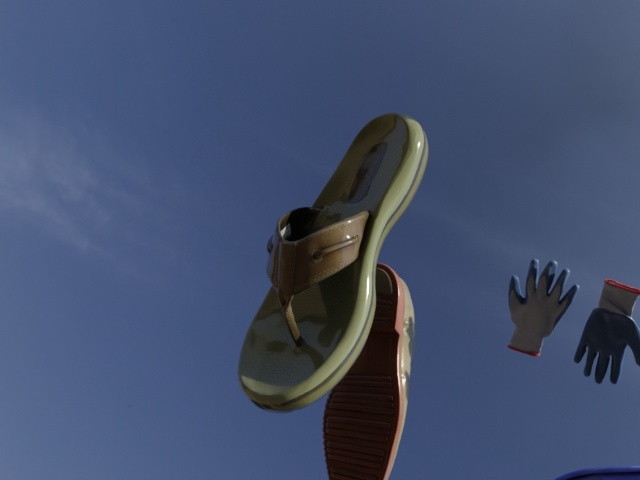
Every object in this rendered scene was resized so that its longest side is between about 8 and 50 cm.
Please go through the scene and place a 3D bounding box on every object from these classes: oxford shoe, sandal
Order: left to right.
[{"bbox_3d":[-0.001,-0.001,0.491,0.120,0.086,0.303,2,-119,42],"label":"sandal"},{"bbox_3d":[0.095,0.216,0.838,0.123,0.130,0.348,1,-107,34],"label":"oxford shoe"}]

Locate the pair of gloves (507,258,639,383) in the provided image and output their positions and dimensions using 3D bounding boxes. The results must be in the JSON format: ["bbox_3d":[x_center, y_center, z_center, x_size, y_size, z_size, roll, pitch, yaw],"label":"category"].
[{"bbox_3d":[0.365,0.117,0.801,0.198,0.023,0.159,17,-66,28],"label":"pair of gloves"}]

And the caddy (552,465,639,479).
[{"bbox_3d":[0.545,0.479,0.933,0.341,0.179,0.241,-10,-56,18],"label":"caddy"}]
